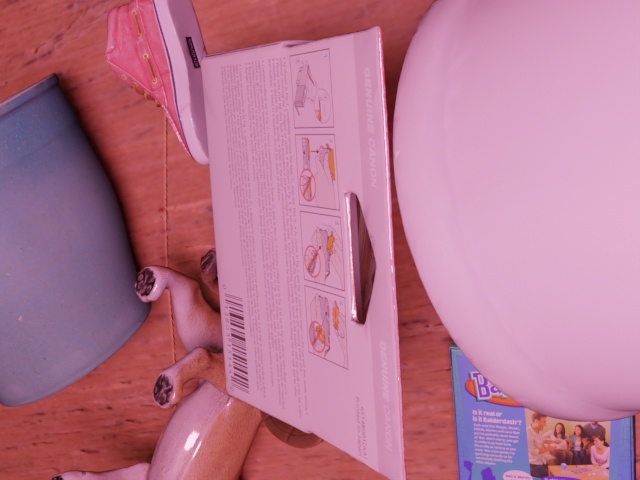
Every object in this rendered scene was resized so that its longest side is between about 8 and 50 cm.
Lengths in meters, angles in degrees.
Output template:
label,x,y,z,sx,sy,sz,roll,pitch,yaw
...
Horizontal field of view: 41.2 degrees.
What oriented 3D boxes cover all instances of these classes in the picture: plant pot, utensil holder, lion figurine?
label,x,y,z,sx,sy,sz,roll,pitch,yaw
plant pot,-0.310,0.012,0.845,0.272,0.271,0.255,-21,111,25
utensil holder,0.288,-0.067,0.461,0.386,0.328,0.327,-14,99,50
lion figurine,-0.120,0.197,0.858,0.142,0.240,0.392,38,103,38

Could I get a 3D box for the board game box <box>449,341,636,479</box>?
label,x,y,z,sx,sy,sz,roll,pitch,yaw
board game box,0.208,0.192,0.787,0.160,0.047,0.210,1,105,22

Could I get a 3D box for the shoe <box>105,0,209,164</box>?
label,x,y,z,sx,sy,sz,roll,pitch,yaw
shoe,-0.152,-0.154,0.833,0.081,0.063,0.177,-13,94,26

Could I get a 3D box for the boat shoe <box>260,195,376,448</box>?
label,x,y,z,sx,sy,sz,roll,pitch,yaw
boat shoe,0.006,0.043,0.803,0.109,0.098,0.302,13,106,31

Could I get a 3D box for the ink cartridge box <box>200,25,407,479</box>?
label,x,y,z,sx,sy,sz,roll,pitch,yaw
ink cartridge box,0.000,0.000,0.642,0.261,0.066,0.296,11,107,56
